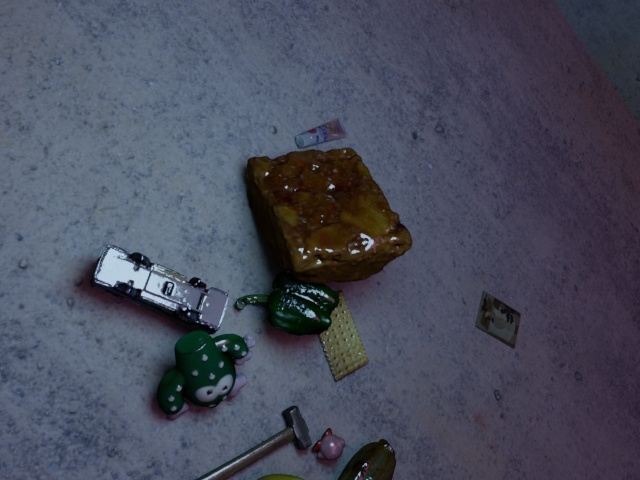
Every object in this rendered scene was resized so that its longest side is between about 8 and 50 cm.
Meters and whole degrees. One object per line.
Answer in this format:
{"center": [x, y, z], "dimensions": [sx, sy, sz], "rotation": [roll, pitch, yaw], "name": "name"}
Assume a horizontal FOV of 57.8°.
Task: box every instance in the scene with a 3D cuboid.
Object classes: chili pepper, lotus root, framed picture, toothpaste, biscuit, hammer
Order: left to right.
{"center": [-0.186, 0.547, 1.461], "dimensions": [0.365, 0.043, 0.111], "rotation": [-21, 92, -33], "name": "hammer"}
{"center": [-0.085, 0.161, 1.527], "dimensions": [0.261, 0.174, 0.165], "rotation": [17, 93, 7], "name": "chili pepper"}
{"center": [0.007, -0.325, 1.774], "dimensions": [0.194, 0.043, 0.067], "rotation": [-27, 92, -39], "name": "toothpaste"}
{"center": [0.007, -0.070, 1.542], "dimensions": [0.342, 0.166, 0.395], "rotation": [-7, 50, -24], "name": "biscuit"}
{"center": [0.052, 0.273, 1.684], "dimensions": [0.139, 0.016, 0.232], "rotation": [-22, 92, -34], "name": "biscuit"}
{"center": [0.119, 0.657, 1.583], "dimensions": [0.124, 0.123, 0.241], "rotation": [44, 55, 2], "name": "lotus root"}
{"center": [0.634, 0.282, 2.058], "dimensions": [0.201, 0.010, 0.136], "rotation": [30, 65, -24], "name": "framed picture"}

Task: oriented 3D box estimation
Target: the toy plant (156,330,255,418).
{"center": [-0.272, 0.319, 1.385], "dimensions": [0.232, 0.112, 0.243], "rotation": [-2, 120, -35], "name": "toy plant"}

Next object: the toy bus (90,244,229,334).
{"center": [-0.384, 0.122, 1.372], "dimensions": [0.317, 0.138, 0.112], "rotation": [29, 60, -23], "name": "toy bus"}

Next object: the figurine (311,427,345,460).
{"center": [0.026, 0.563, 1.576], "dimensions": [0.071, 0.067, 0.083], "rotation": [44, 75, 6], "name": "figurine"}

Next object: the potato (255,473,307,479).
{"center": [-0.095, 0.659, 1.444], "dimensions": [0.194, 0.157, 0.157], "rotation": [1, 79, -46], "name": "potato"}
